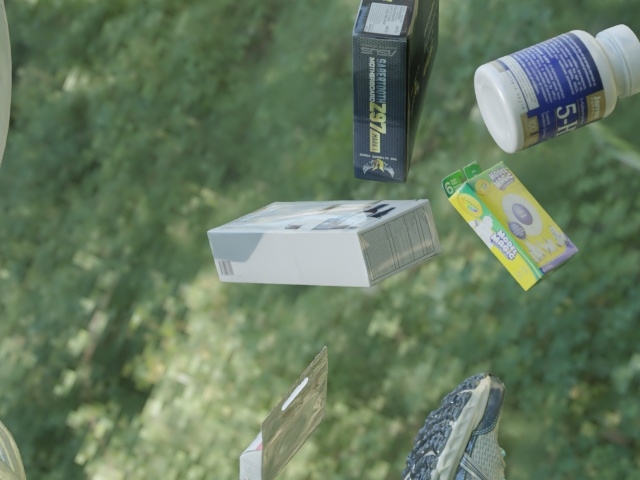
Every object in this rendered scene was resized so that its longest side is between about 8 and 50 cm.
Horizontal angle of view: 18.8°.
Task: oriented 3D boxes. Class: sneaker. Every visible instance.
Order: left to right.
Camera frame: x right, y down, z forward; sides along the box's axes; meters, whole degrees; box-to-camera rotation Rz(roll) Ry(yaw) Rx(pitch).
[{"bbox_3d":[0.135,0.264,1.819,0.110,0.122,0.283,140,151,-68],"label":"sneaker"}]

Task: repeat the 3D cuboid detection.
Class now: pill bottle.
[{"bbox_3d":[0.287,-0.185,2.287,0.187,0.112,0.112,-22,-6,-10],"label":"pill bottle"}]

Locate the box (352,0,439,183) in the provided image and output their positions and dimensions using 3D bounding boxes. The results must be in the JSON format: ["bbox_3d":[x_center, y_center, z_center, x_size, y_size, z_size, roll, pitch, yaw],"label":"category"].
[{"bbox_3d":[0.077,-0.200,1.926,0.232,0.059,0.183,-74,-12,-45],"label":"box"}]

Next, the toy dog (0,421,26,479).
[{"bbox_3d":[-0.494,0.257,1.962,0.284,0.408,0.395,-24,33,51],"label":"toy dog"}]

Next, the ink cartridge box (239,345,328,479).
[{"bbox_3d":[-0.048,0.221,2.453,0.145,0.045,0.179,-49,-24,-29],"label":"ink cartridge box"}]

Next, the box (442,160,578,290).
[{"bbox_3d":[0.240,-0.029,2.476,0.105,0.179,0.043,-29,-15,-52],"label":"box"}]

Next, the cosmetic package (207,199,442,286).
[{"bbox_3d":[0.000,0.000,1.895,0.099,0.060,0.239,-22,14,-37],"label":"cosmetic package"}]

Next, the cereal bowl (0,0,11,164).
[{"bbox_3d":[-0.375,-0.133,1.417,0.339,0.141,0.339,-3,-90,-66],"label":"cereal bowl"}]
